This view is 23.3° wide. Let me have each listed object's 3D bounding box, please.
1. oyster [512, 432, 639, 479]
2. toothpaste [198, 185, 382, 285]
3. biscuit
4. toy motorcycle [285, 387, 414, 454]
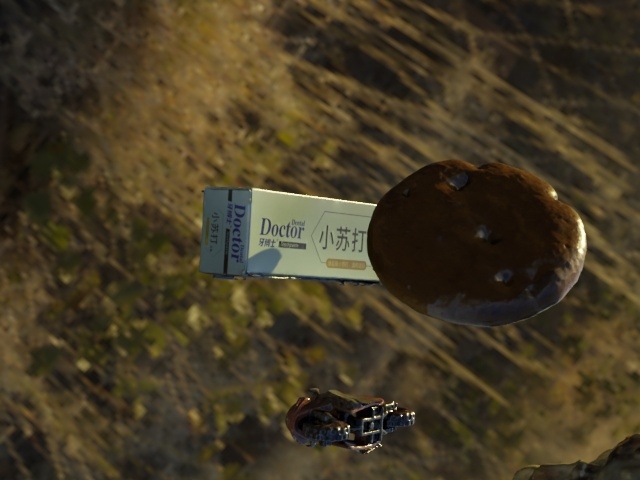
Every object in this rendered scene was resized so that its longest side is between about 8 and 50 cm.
[{"bbox_3d":[0.341,0.258,1.524,0.201,0.355,0.107,-54,143,-56],"label":"oyster"},{"bbox_3d":[0.000,0.000,1.543,0.313,0.071,0.089,5,89,-54],"label":"toothpaste"},{"bbox_3d":[0.145,-0.002,1.453,0.212,0.212,0.036,-34,145,-31],"label":"biscuit"},{"bbox_3d":[0.035,0.250,2.173,0.212,0.118,0.084,-3,96,-50],"label":"toy motorcycle"}]
